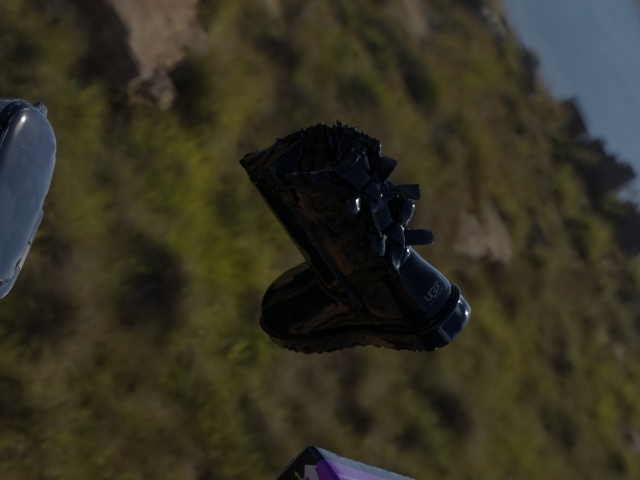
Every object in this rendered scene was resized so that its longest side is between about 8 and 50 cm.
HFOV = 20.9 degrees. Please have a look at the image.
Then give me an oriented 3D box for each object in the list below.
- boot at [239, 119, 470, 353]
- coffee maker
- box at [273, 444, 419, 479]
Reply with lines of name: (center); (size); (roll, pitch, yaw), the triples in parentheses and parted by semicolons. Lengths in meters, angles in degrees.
boot: (-0.001, 0.000, 0.728); (0.045, 0.121, 0.099); (-53, 123, -29)
coffee maker: (-0.269, -0.023, 1.066); (0.120, 0.178, 0.171); (-11, 117, -69)
box: (0.059, 0.155, 0.682); (0.162, 0.029, 0.116); (50, 13, 34)
